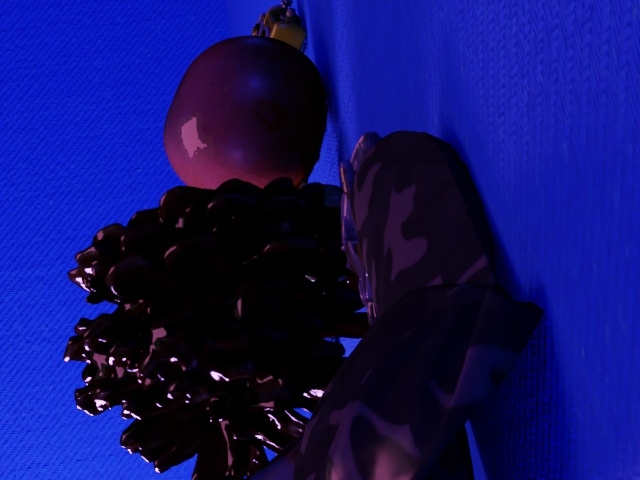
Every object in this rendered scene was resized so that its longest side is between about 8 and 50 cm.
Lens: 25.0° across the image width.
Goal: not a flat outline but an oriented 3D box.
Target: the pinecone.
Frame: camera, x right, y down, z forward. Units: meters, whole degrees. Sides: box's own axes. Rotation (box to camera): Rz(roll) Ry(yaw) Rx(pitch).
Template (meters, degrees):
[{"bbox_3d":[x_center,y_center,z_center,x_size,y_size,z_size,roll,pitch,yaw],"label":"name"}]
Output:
[{"bbox_3d":[-0.107,0.121,1.719,0.398,0.398,0.397,172,90,-84],"label":"pinecone"}]

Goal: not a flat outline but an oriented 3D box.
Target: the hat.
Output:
[{"bbox_3d":[0.047,0.105,1.167,0.381,0.257,0.366,50,151,41],"label":"hat"}]

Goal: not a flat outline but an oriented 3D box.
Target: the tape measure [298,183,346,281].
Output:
[{"bbox_3d":[0.000,0.000,1.963,0.177,0.088,0.154,-137,45,-78],"label":"tape measure"}]

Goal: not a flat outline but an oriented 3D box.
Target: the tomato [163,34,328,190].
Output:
[{"bbox_3d":[-0.100,-0.161,2.021,0.256,0.225,0.255,-159,90,-80],"label":"tomato"}]

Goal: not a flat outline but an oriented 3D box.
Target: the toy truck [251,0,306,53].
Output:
[{"bbox_3d":[-0.058,-0.324,2.192,0.111,0.076,0.077,-111,38,-57],"label":"toy truck"}]

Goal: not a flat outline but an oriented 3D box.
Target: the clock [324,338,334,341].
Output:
[{"bbox_3d":[-0.029,0.129,2.334,0.162,0.093,0.165,84,176,-59],"label":"clock"}]

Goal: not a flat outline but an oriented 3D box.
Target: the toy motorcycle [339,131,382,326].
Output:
[{"bbox_3d":[0.055,-0.015,1.479,0.152,0.073,0.225,-100,5,-45],"label":"toy motorcycle"}]

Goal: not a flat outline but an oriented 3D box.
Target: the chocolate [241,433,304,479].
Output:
[{"bbox_3d":[0.010,0.324,1.478,0.283,0.186,0.283,47,146,45],"label":"chocolate"}]
